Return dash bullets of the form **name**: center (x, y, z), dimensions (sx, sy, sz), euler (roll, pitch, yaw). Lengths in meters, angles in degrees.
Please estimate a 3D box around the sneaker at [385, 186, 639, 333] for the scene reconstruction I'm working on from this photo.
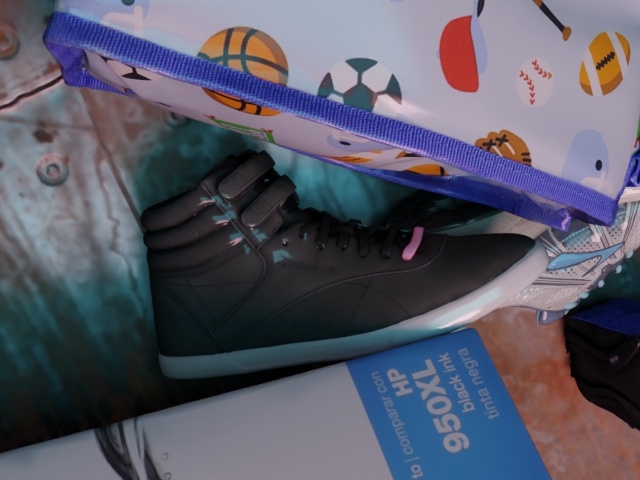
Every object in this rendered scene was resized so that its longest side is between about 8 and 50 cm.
- **sneaker**: center (0.195, -0.005, 0.803), dimensions (0.283, 0.110, 0.122), euler (-15, 115, -5)

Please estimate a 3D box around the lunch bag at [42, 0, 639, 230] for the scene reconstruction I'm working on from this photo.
- **lunch bag**: center (0.057, -0.204, 0.648), dimensions (0.386, 0.239, 0.327), euler (14, 91, -10)

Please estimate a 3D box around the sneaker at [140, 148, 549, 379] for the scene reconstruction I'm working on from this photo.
- **sneaker**: center (0.000, 0.000, 0.694), dimensions (0.296, 0.104, 0.146), euler (-13, 103, 18)

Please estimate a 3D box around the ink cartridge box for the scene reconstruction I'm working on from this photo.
- **ink cartridge box**: center (-0.066, 0.239, 0.660), dimensions (0.395, 0.166, 0.285), euler (-13, 144, -13)

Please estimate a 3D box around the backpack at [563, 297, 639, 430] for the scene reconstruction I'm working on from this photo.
- **backpack**: center (0.266, 0.099, 0.819), dimensions (0.101, 0.120, 0.097), euler (-16, 101, -22)
